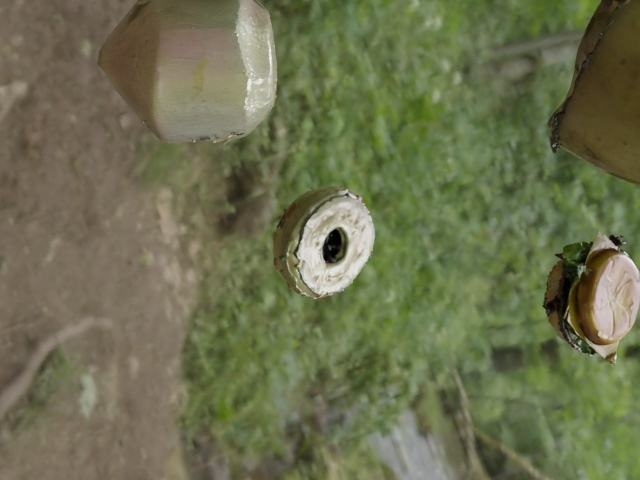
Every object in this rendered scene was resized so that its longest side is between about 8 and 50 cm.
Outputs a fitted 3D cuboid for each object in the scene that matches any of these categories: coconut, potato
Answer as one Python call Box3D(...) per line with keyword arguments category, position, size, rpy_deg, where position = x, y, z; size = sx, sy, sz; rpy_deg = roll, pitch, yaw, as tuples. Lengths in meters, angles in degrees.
Box3D(category="coconut", position=(-0.136, -0.179, 1.189), size=(0.171, 0.183, 0.171), rpy_deg=(-4, 90, -90))
Box3D(category="potato", position=(0.377, -0.159, 1.146), size=(0.242, 0.285, 0.242), rpy_deg=(27, 20, -10))

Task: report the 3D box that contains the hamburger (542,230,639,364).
Box3D(category="hamburger", position=(0.374, 0.075, 1.603), size=(0.093, 0.164, 0.189), rpy_deg=(9, -36, 47))

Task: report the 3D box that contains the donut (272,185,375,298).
Box3D(category="donut", position=(0.000, 0.000, 1.683), size=(0.068, 0.174, 0.174), rpy_deg=(25, -33, 44))
